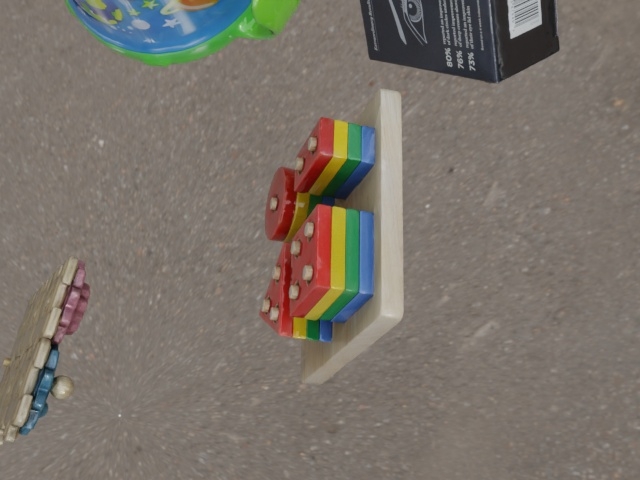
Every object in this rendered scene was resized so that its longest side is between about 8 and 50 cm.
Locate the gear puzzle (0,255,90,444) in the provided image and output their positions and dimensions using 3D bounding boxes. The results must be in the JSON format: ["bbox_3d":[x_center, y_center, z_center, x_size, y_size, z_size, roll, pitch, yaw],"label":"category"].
[{"bbox_3d":[-0.295,0.130,0.959,0.044,0.339,0.175,21,70,-20],"label":"gear puzzle"}]

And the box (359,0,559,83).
[{"bbox_3d":[0.145,-0.273,1.016,0.108,0.207,0.153,-30,124,-29],"label":"box"}]

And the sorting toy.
[{"bbox_3d":[0.000,0.000,1.016,0.089,0.255,0.257,9,64,-16],"label":"sorting toy"}]

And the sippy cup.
[{"bbox_3d":[-0.172,-0.308,0.867,0.306,0.224,0.240,-2,83,8],"label":"sippy cup"}]
